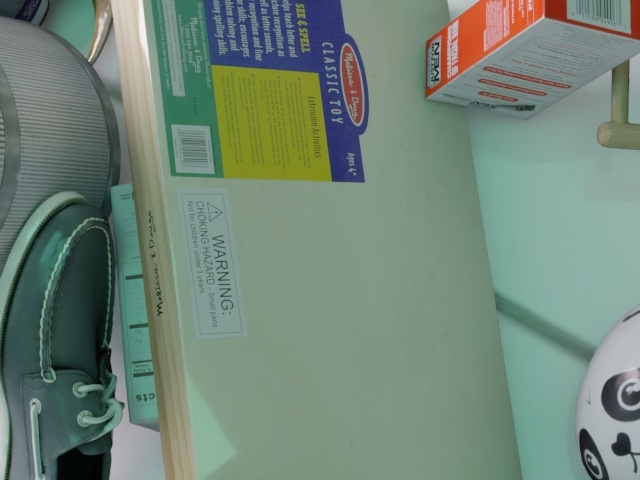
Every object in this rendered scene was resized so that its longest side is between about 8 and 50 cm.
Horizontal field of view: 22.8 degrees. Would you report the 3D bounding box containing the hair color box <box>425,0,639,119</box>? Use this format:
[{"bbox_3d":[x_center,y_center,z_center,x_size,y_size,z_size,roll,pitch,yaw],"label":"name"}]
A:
[{"bbox_3d":[0.154,-0.144,1.148,0.093,0.167,0.053,9,71,-24],"label":"hair color box"}]

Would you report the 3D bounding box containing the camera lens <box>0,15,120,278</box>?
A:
[{"bbox_3d":[-0.290,-0.064,1.142,0.219,0.274,0.219,0,90,22],"label":"camera lens"}]

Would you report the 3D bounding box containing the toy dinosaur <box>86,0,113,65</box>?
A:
[{"bbox_3d":[-0.171,-0.212,1.289,0.112,0.064,0.212,-16,69,33],"label":"toy dinosaur"}]

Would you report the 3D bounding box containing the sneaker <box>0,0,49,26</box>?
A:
[{"bbox_3d":[-0.231,-0.255,1.241,0.083,0.098,0.224,39,105,39],"label":"sneaker"}]

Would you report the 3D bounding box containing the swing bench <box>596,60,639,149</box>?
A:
[{"bbox_3d":[0.351,-0.185,1.151,0.254,0.165,0.253,9,77,-23],"label":"swing bench"}]

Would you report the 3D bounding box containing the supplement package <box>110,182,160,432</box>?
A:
[{"bbox_3d":[-0.090,0.049,1.196,0.105,0.105,0.179,-7,79,5],"label":"supplement package"}]

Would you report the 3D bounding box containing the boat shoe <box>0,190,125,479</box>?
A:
[{"bbox_3d":[-0.173,0.125,1.145,0.099,0.116,0.319,16,105,28],"label":"boat shoe"}]

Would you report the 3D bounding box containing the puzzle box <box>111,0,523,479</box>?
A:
[{"bbox_3d":[0.000,0.000,1.147,0.272,0.052,0.409,1,75,-32],"label":"puzzle box"}]

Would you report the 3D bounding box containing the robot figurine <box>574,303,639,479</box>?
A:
[{"bbox_3d":[0.312,0.147,1.095,0.278,0.173,0.209,28,81,10],"label":"robot figurine"}]
